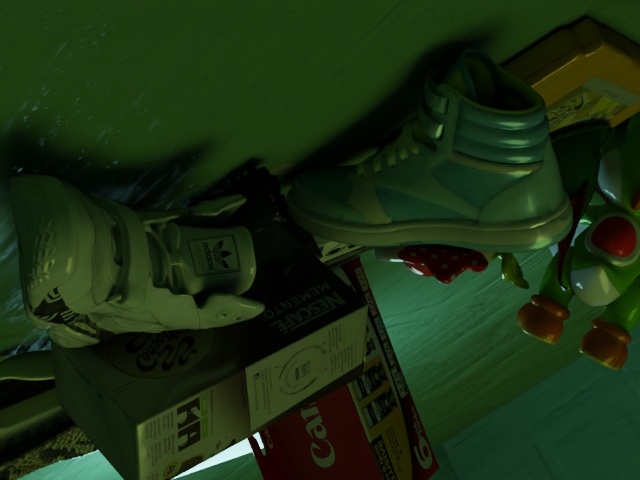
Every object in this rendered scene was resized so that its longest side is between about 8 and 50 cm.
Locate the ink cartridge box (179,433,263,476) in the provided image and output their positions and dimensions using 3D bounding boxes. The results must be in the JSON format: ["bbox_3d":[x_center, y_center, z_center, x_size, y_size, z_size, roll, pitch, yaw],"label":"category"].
[{"bbox_3d":[-0.108,0.242,2.380,0.306,0.131,0.226,-14,161,-34],"label":"ink cartridge box"}]

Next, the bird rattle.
[{"bbox_3d":[0.168,0.017,2.078,0.207,0.143,0.253,-6,-175,40],"label":"bird rattle"}]

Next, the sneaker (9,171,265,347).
[{"bbox_3d":[-0.164,0.009,1.431,0.210,0.137,0.366,-9,168,-5],"label":"sneaker"}]

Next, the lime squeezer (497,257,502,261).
[{"bbox_3d":[0.283,-0.017,2.341,0.110,0.059,0.310,-53,177,-29],"label":"lime squeezer"}]

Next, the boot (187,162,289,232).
[{"bbox_3d":[-0.077,-0.012,1.615,0.099,0.121,0.045,-25,169,20],"label":"boot"}]

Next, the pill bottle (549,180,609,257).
[{"bbox_3d":[0.497,-0.043,2.368,0.283,0.161,0.161,-18,163,-28],"label":"pill bottle"}]

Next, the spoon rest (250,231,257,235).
[{"bbox_3d":[-0.173,0.059,1.751,0.276,0.084,0.137,-19,134,-36],"label":"spoon rest"}]

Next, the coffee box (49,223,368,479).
[{"bbox_3d":[-0.114,0.120,1.654,0.297,0.168,0.119,-25,139,-29],"label":"coffee box"}]

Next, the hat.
[{"bbox_3d":[0.308,-0.019,1.900,0.208,0.183,0.173,-19,163,-24],"label":"hat"}]

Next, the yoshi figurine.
[{"bbox_3d":[0.411,-0.017,2.136,0.204,0.203,0.362,20,95,-33],"label":"yoshi figurine"}]

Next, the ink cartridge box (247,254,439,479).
[{"bbox_3d":[0.008,0.200,1.963,0.130,0.309,0.272,-20,-178,21],"label":"ink cartridge box"}]

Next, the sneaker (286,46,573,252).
[{"bbox_3d":[0.103,-0.104,1.630,0.319,0.208,0.127,2,-150,22],"label":"sneaker"}]

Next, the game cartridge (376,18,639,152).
[{"bbox_3d":[0.250,-0.144,1.832,0.285,0.052,0.324,-33,165,22],"label":"game cartridge"}]

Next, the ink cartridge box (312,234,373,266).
[{"bbox_3d":[0.000,0.000,1.910,0.207,0.046,0.097,-21,163,-15],"label":"ink cartridge box"}]

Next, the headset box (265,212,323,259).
[{"bbox_3d":[-0.033,-0.003,1.815,0.032,0.062,0.083,-30,164,15],"label":"headset box"}]

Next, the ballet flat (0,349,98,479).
[{"bbox_3d":[-0.412,0.227,1.850,0.483,0.164,0.182,-24,144,-31],"label":"ballet flat"}]
